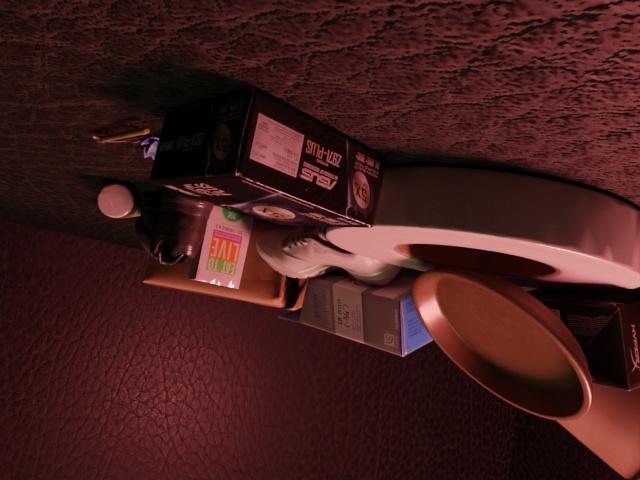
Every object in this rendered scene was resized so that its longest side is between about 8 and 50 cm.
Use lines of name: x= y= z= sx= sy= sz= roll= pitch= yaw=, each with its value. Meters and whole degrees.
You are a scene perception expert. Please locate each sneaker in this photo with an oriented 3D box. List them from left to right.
sneaker: x=-0.279 y=-0.019 z=1.061 sx=0.109 sy=0.130 sz=0.286 roll=12 pitch=173 yaw=-22
sneaker: x=0.000 y=0.000 z=1.015 sx=0.297 sy=0.110 sz=0.129 roll=1 pitch=152 yaw=35

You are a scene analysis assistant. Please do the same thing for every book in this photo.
book: x=-0.186 y=0.013 z=1.099 sx=0.096 sy=0.144 sz=0.035 roll=16 pitch=170 yaw=-34

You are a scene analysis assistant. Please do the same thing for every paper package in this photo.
paper package: x=-0.175 y=0.055 z=1.305 sx=0.325 sy=0.168 sz=0.309 roll=7 pitch=171 yaw=18

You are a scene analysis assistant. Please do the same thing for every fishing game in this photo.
fishing game: x=-0.137 y=-0.084 z=0.743 sx=0.189 sy=0.041 sz=0.264 roll=7 pitch=172 yaw=44

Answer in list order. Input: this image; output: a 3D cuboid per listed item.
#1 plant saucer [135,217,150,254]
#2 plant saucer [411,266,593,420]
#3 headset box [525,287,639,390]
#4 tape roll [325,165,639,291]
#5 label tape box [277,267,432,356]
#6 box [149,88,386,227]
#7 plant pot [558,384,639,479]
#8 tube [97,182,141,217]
plant saucer: x=-0.393 y=0.021 z=1.450 sx=0.199 sy=0.036 sz=0.198 roll=42 pitch=-178 yaw=-2
plant saucer: x=0.245 y=0.135 z=0.793 sx=0.278 sy=0.041 sz=0.277 roll=39 pitch=159 yaw=18
headset box: x=0.448 y=0.115 z=0.850 sx=0.293 sy=0.110 sz=0.218 roll=-9 pitch=-178 yaw=-26
tape roll: x=0.200 y=-0.004 z=0.743 sx=0.392 sy=0.071 sz=0.392 roll=11 pitch=173 yaw=1
label tape box: x=0.104 y=0.099 z=1.118 sx=0.241 sy=0.105 sz=0.334 roll=-17 pitch=-163 yaw=-41
box: x=-0.050 y=-0.071 z=0.578 sx=0.147 sy=0.077 sz=0.180 roll=3 pitch=169 yaw=45
plant pot: x=0.556 y=0.267 z=1.078 sx=0.281 sy=0.323 sz=0.323 roll=27 pitch=178 yaw=22
tube: x=-0.389 y=-0.072 z=1.120 sx=0.062 sy=0.070 sz=0.240 roll=-33 pitch=-173 yaw=-13
